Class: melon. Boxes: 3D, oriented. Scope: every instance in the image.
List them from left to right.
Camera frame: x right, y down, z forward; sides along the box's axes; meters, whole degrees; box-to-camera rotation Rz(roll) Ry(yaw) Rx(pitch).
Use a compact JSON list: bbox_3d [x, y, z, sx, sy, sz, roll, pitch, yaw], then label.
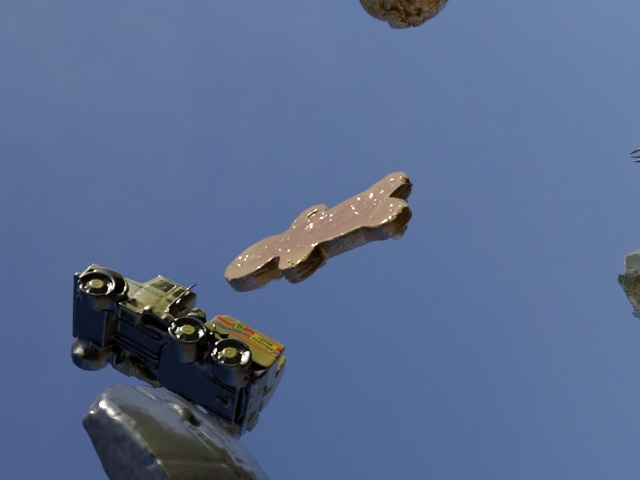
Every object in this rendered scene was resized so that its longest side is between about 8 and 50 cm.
[{"bbox_3d":[0.438,0.031,1.560,0.202,0.139,0.093,11,-127,-57],"label":"melon"}]

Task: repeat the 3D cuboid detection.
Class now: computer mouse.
[{"bbox_3d":[-0.097,0.214,1.061,0.137,0.086,0.270,19,-148,-51],"label":"computer mouse"}]

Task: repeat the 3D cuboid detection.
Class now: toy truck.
[{"bbox_3d":[-0.168,0.114,1.456,0.127,0.257,0.127,-50,-22,-47],"label":"toy truck"}]

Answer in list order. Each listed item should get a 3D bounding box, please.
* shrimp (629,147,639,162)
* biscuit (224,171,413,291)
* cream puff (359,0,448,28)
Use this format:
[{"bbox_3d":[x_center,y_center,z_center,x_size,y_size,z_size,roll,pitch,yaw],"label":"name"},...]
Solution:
[{"bbox_3d":[0.321,-0.081,1.127,0.029,0.092,0.038,38,-139,-34],"label":"shrimp"},{"bbox_3d":[0.000,0.000,1.777,0.049,0.301,0.197,60,-160,-17],"label":"biscuit"},{"bbox_3d":[0.139,-0.386,1.789,0.129,0.189,0.189,36,-156,28],"label":"cream puff"}]
